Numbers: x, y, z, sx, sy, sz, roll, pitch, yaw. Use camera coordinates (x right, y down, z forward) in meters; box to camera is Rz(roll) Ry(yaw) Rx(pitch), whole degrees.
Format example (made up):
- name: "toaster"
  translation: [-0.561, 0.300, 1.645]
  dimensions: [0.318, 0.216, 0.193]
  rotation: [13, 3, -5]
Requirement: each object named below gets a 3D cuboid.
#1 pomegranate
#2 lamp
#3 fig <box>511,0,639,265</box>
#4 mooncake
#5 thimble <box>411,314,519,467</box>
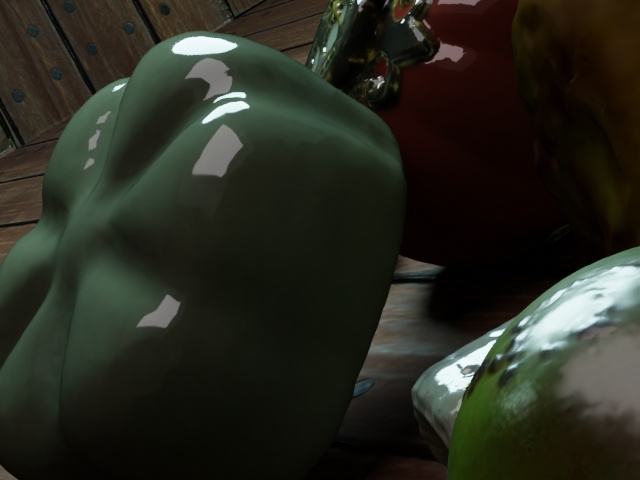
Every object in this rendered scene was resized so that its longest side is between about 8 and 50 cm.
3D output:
- name: "pomegranate"
  translation: [0.090, 0.088, 0.442]
  dimensions: [0.205, 0.159, 0.159]
  rotation: [-32, 11, 23]
- name: "lamp"
  translation: [0.100, -0.090, 0.948]
  dimensions: [0.227, 0.227, 0.227]
  rotation: [-26, 14, 7]
- name: "fig"
  translation: [0.260, -0.075, 0.655]
  dimensions: [0.286, 0.286, 0.368]
  rotation: [-17, -15, 36]
- name: "mooncake"
  translation: [-0.075, 0.020, 0.831]
  dimensions: [0.275, 0.135, 0.275]
  rotation: [-39, 35, 35]
- name: "thimble"
  translation: [0.088, 0.076, 0.573]
  dimensions: [0.090, 0.102, 0.115]
  rotation: [-29, -15, -5]
